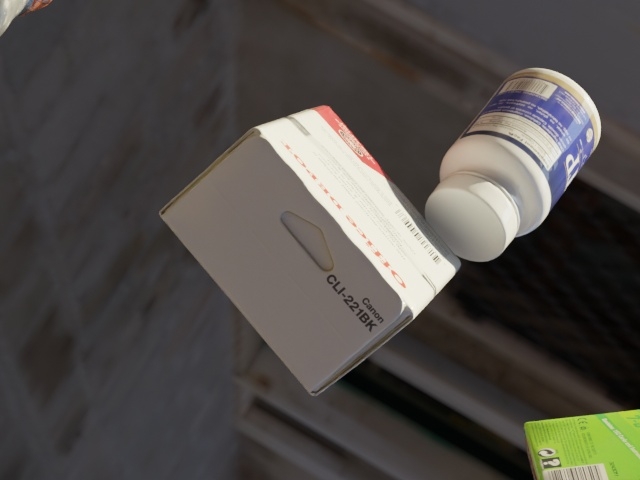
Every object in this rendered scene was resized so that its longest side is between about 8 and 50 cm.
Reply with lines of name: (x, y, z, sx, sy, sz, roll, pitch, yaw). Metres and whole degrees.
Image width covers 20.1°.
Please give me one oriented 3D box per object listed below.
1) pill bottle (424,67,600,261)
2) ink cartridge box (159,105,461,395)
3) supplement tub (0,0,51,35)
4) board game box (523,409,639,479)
pill bottle: (0.177, -0.068, 1.692, 0.186, 0.112, 0.112, -50, 168, -38)
ink cartridge box: (0.000, 0.000, 1.529, 0.114, 0.197, 0.273, -41, 178, 14)
supplement tub: (-0.387, -0.227, 1.494, 0.316, 0.193, 0.193, -22, 151, -32)
board game box: (0.303, 0.175, 1.470, 0.124, 0.259, 0.039, -93, 174, -66)
